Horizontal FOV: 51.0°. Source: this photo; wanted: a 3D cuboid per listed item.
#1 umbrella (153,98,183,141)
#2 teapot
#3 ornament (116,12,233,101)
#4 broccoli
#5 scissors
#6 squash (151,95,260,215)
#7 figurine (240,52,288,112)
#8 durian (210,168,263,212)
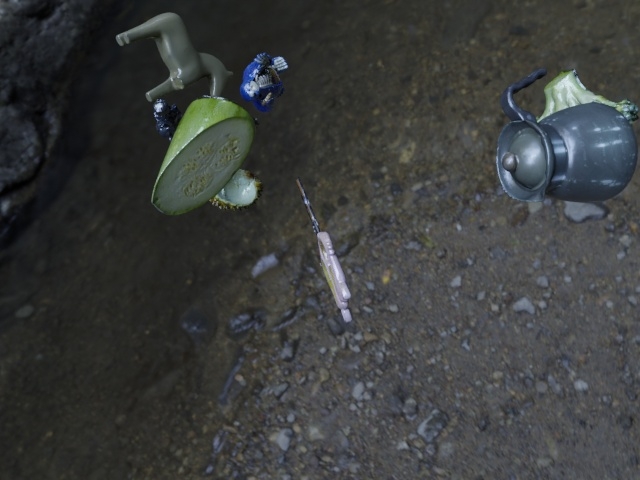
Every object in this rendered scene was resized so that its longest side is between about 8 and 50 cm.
[{"bbox_3d":[-0.394,-0.311,1.737,0.071,0.224,0.080,20,83,3],"label":"umbrella"},{"bbox_3d":[0.514,-0.221,1.465,0.285,0.305,0.223,-10,15,-23],"label":"teapot"},{"bbox_3d":[-0.326,-0.421,1.582,0.061,0.230,0.245,2,32,47],"label":"ornament"},{"bbox_3d":[0.657,-0.321,1.750,0.288,0.248,0.245,-28,90,24],"label":"broccoli"},{"bbox_3d":[0.000,0.000,1.266,0.024,0.160,0.317,-17,56,-6],"label":"scissors"},{"bbox_3d":[-0.264,-0.182,1.563,0.189,0.189,0.260,1,64,29],"label":"squash"},{"bbox_3d":[-0.179,-0.455,1.945,0.121,0.262,0.164,5,103,12],"label":"figurine"},{"bbox_3d":[-0.273,-0.154,2.043,0.144,0.252,0.139,24,106,57],"label":"durian"}]
